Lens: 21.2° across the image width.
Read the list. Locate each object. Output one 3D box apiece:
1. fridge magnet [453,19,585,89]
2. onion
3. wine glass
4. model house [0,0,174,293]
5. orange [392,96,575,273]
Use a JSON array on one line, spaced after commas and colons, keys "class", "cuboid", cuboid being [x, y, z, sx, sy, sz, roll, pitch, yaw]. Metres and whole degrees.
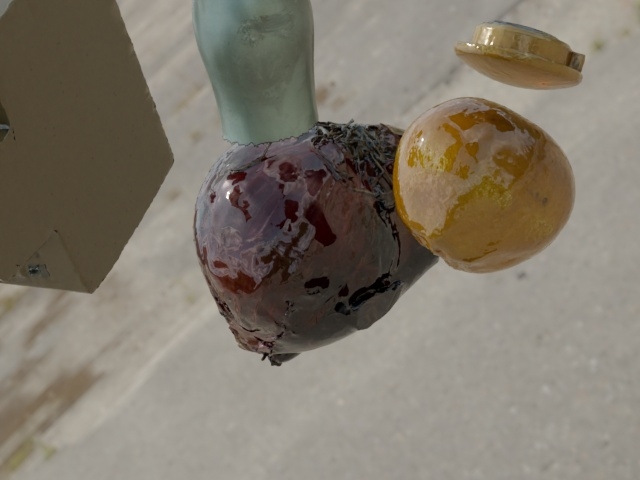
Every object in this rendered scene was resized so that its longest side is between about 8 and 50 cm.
[{"class": "fridge magnet", "cuboid": [0.213, -0.196, 1.830, 0.143, 0.143, 0.063, -155, 81, -73]}, {"class": "onion", "cuboid": [0.004, -0.017, 1.695, 0.281, 0.281, 0.221, -45, 56, -11]}, {"class": "wine glass", "cuboid": [-0.052, -0.175, 1.270, 0.093, 0.202, 0.093, -7, 22, 3]}, {"class": "model house", "cuboid": [-0.235, -0.059, 0.896, 0.248, 0.181, 0.176, 5, 44, 27]}, {"class": "orange", "cuboid": [0.133, -0.043, 1.429, 0.136, 0.159, 0.159, -56, 17, -5]}]
